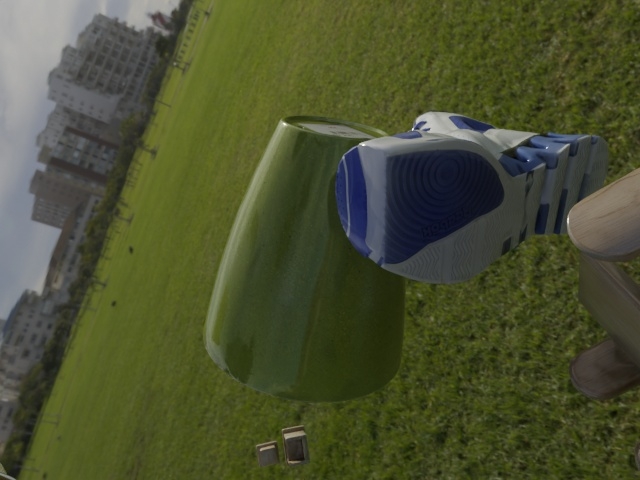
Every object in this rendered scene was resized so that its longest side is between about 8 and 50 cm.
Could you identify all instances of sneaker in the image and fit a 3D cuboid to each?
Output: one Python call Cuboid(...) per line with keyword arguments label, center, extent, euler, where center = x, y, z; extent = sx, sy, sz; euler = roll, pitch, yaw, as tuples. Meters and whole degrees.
Cuboid(label="sneaker", center=(0.127, -0.060, 0.518), extent=(0.182, 0.315, 0.128), euler=(28, 122, 50))

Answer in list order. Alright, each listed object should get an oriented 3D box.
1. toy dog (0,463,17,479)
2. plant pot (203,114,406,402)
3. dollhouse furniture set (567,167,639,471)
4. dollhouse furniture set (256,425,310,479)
Cuboid(label="toy dog", center=(-0.524, 0.378, 0.529), extent=(0.395, 0.407, 0.285), euler=(33, 141, 58))
Cuboid(label="plant pot", center=(0.000, 0.000, 0.648), extent=(0.275, 0.274, 0.294), euler=(-122, 38, -62))
Cuboid(label="dollhouse furniture set", center=(0.210, 0.115, 0.281), extent=(0.161, 0.212, 0.242), euler=(-29, 48, 3))
Cuboid(label="dollhouse furniture set", center=(-0.106, 0.392, 0.802), extent=(0.101, 0.181, 0.161), euler=(132, 131, -76))
